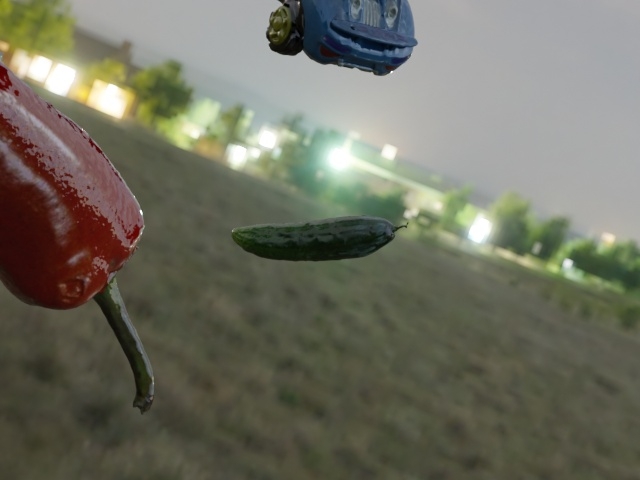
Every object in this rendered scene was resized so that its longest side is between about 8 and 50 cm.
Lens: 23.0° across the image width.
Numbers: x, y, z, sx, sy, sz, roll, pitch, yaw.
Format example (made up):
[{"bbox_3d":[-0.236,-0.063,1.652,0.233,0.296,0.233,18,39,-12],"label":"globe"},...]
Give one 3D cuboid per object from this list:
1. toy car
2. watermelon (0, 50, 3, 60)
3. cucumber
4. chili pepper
[{"bbox_3d":[0.032,-0.371,2.146,0.198,0.314,0.166,10,-29,-35],"label":"toy car"},{"bbox_3d":[-0.423,-0.155,1.722,0.193,0.145,0.137,36,12,23],"label":"watermelon"},{"bbox_3d":[0.000,0.000,1.377,0.168,0.039,0.039,-3,-7,21],"label":"cucumber"},{"bbox_3d":[-0.213,-0.017,1.262,0.338,0.134,0.131,48,3,-41],"label":"chili pepper"}]
